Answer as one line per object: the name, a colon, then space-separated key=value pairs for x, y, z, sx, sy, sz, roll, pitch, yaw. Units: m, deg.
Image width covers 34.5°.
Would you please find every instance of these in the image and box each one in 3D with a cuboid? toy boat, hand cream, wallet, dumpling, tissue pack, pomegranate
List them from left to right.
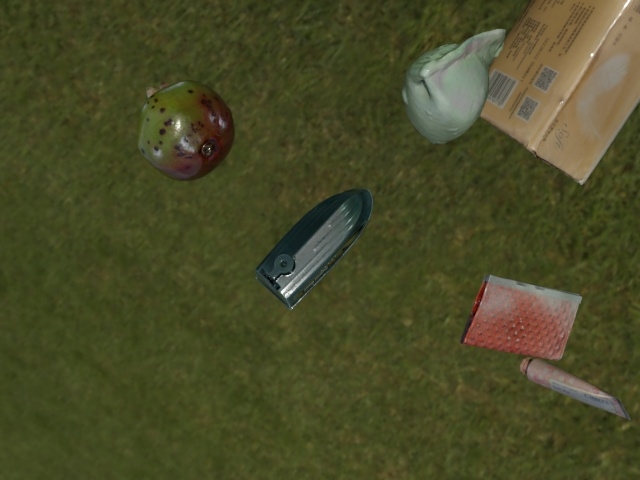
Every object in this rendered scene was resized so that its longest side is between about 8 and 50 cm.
pomegranate: x=-0.177 y=-0.144 z=1.335 sx=0.129 sy=0.129 sz=0.159 roll=50 pitch=177 yaw=-20
toy boat: x=0.000 y=0.000 z=1.017 sx=0.055 sy=0.141 sz=0.060 roll=41 pitch=174 yaw=22
dumpling: x=0.159 y=-0.202 z=1.277 sx=0.105 sy=0.149 sz=0.217 roll=16 pitch=174 yaw=12
wallet: x=0.281 y=0.108 z=1.427 sx=0.196 sy=0.103 sz=0.020 roll=12 pitch=-171 yaw=-37
hand cream: x=0.434 y=0.252 z=1.770 sx=0.210 sy=0.043 sz=0.067 roll=23 pitch=156 yaw=46
tissue pack: x=0.406 y=-0.254 z=1.527 sx=0.238 sy=0.305 sz=0.238 roll=30 pitch=-168 yaw=-7
